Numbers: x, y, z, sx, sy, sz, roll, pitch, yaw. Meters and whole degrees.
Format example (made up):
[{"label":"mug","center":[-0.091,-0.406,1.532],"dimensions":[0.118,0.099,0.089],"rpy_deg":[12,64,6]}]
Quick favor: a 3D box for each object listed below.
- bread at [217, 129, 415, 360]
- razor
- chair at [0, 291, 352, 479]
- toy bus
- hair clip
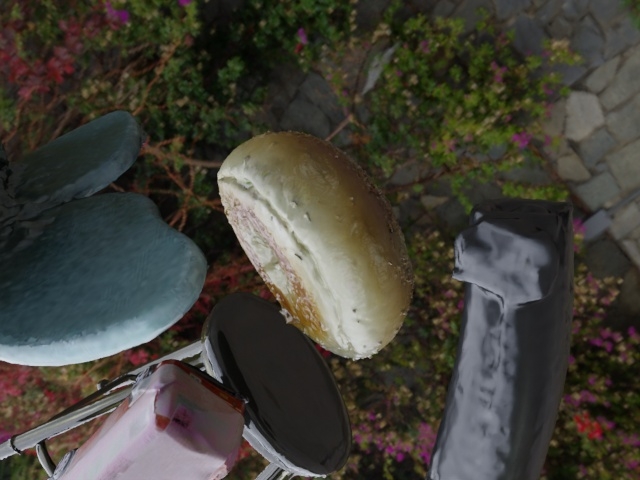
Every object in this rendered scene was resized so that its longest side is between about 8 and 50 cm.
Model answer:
[{"label":"bread","center":[0.000,0.000,0.880],"dimensions":[0.305,0.159,0.305],"rpy_deg":[45,158,25]},{"label":"razor","center":[0.175,0.123,0.671],"dimensions":[0.107,0.326,0.189],"rpy_deg":[11,-168,23]},{"label":"chair","center":[-0.198,0.309,1.089],"dimensions":[0.362,0.410,0.365],"rpy_deg":[53,-163,4]},{"label":"toy bus","center":[-0.224,0.277,0.853],"dimensions":[0.127,0.302,0.147],"rpy_deg":[38,-161,-20]},{"label":"hair clip","center":[-0.299,-0.029,0.465],"dimensions":[0.238,0.392,0.318],"rpy_deg":[50,-163,-33]}]
